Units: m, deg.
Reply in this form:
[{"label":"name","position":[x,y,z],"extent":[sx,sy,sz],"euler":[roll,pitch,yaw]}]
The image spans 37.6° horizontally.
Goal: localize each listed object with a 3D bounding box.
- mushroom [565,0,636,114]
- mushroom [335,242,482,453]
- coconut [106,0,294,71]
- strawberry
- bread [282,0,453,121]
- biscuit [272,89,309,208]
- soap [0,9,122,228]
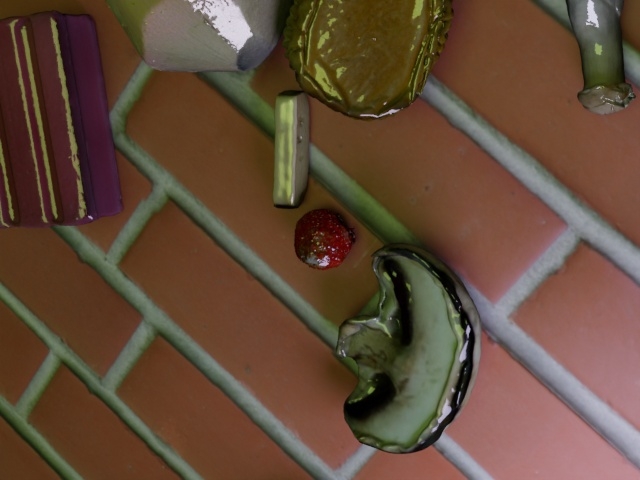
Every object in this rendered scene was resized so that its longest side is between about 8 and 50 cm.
[{"label":"mushroom","position":[0.382,-0.283,1.290],"extent":[0.081,0.092,0.223],"euler":[-8,107,7]},{"label":"mushroom","position":[0.140,0.167,1.477],"extent":[0.248,0.130,0.344],"euler":[11,105,36]},{"label":"coconut","position":[-0.175,-0.390,1.383],"extent":[0.297,0.297,0.309],"euler":[-38,83,25]},{"label":"strawberry","position":[-0.001,0.001,1.505],"extent":[0.106,0.106,0.106],"euler":[5,104,21]},{"label":"bread","position":[0.068,-0.307,1.359],"extent":[0.227,0.142,0.253],"euler":[24,100,-1]},{"label":"biscuit","position":[-0.050,-0.146,1.512],"extent":[0.052,0.056,0.188],"euler":[7,103,21]},{"label":"soap","position":[-0.496,-0.205,1.640],"extent":[0.233,0.128,0.359],"euler":[-2,102,21]}]
